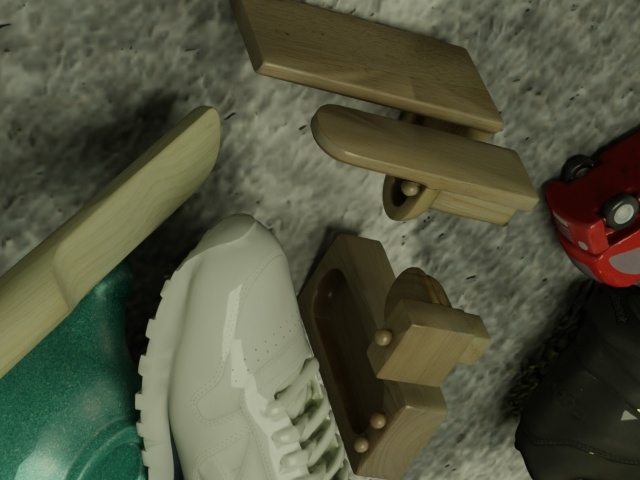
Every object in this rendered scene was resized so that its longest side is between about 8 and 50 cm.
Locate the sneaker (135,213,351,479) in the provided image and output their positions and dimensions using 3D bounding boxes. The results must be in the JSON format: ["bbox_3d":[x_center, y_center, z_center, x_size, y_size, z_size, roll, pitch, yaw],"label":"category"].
[{"bbox_3d":[-0.024,0.096,0.687,0.090,0.095,0.235,-39,140,-47],"label":"sneaker"}]

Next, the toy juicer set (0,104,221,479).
[{"bbox_3d":[-0.148,0.106,0.669,0.209,0.089,0.329,-29,135,-51],"label":"toy juicer set"}]

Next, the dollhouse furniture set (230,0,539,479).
[{"bbox_3d":[0.000,0.000,0.687,0.123,0.144,0.151,12,128,-29],"label":"dollhouse furniture set"}]

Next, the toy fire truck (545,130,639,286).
[{"bbox_3d":[0.222,-0.020,0.839,0.192,0.047,0.135,-31,131,-7],"label":"toy fire truck"}]

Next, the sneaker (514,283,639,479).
[{"bbox_3d":[0.229,0.127,0.915,0.286,0.109,0.130,28,111,-29],"label":"sneaker"}]
